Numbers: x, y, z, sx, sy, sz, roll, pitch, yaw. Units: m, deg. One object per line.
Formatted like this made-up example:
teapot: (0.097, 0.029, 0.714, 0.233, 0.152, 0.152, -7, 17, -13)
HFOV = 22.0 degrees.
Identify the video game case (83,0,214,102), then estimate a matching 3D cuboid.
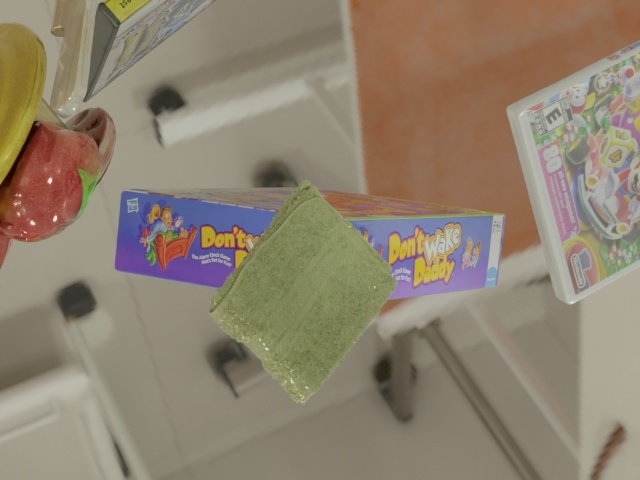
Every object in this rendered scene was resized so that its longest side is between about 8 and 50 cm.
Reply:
video game case: (-0.166, -0.278, 1.862, 0.248, 0.035, 0.275, -41, 180, -20)

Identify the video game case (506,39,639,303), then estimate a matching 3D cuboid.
video game case: (0.135, -0.038, 0.643, 0.122, 0.011, 0.087, -27, 118, -16)

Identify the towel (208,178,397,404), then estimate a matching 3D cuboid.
towel: (-0.011, 0.037, 1.188, 0.110, 0.148, 0.027, 46, 141, -13)

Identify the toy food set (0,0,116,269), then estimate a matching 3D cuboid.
toy food set: (-0.140, -0.016, 0.679, 0.218, 0.128, 0.071, -38, 126, 22)

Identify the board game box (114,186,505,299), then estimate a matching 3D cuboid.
board game box: (0.000, 0.000, 1.599, 0.347, 0.233, 0.078, -3, 101, -60)
